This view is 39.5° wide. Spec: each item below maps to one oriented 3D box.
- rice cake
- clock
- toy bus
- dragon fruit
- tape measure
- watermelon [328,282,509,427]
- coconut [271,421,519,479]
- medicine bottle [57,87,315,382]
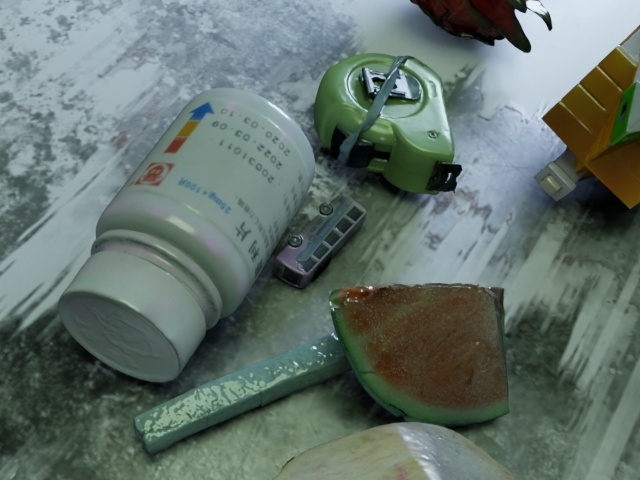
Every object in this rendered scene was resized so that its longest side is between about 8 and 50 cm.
[{"bbox_3d":[-0.068,0.148,0.897,0.245,0.045,0.042,-19,59,-21],"label":"rice cake"},{"bbox_3d":[0.405,-0.166,1.089,0.309,0.235,0.166,-41,85,-20],"label":"clock"},{"bbox_3d":[0.000,0.000,1.019,0.052,0.037,0.131,37,56,11],"label":"toy bus"},{"bbox_3d":[0.212,-0.376,1.230,0.193,0.192,0.274,-22,96,19],"label":"dragon fruit"},{"bbox_3d":[0.080,-0.159,1.099,0.175,0.106,0.200,7,52,-8],"label":"tape measure"},{"bbox_3d":[0.105,0.118,0.918,0.231,0.128,0.146,0,86,-18],"label":"watermelon"},{"bbox_3d":[0.055,0.284,0.723,0.259,0.259,0.259,4,55,-6],"label":"coconut"},{"bbox_3d":[-0.133,-0.011,0.923,0.170,0.170,0.293,24,54,8],"label":"medicine bottle"}]
